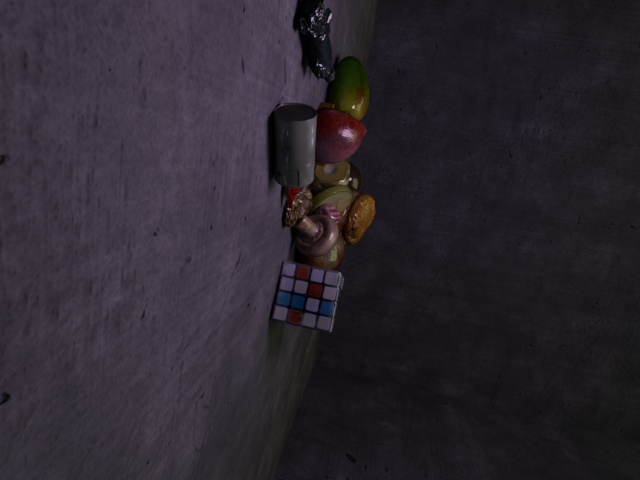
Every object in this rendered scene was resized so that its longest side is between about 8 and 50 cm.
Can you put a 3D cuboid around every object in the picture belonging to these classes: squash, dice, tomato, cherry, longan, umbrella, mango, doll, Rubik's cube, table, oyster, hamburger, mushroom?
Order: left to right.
[{"bbox_3d":[-0.100,-0.205,1.414,0.169,0.057,0.109,92,13,-56],"label":"doll"},{"bbox_3d":[-0.076,-0.280,1.207,0.126,0.126,0.220,-71,170,-48],"label":"table"},{"bbox_3d":[-0.079,-0.160,1.635,0.345,0.078,0.129,-62,153,-58],"label":"oyster"},{"bbox_3d":[-0.047,0.243,1.740,0.259,0.256,0.254,61,41,-80],"label":"Rubik's cube"},{"bbox_3d":[-0.025,-0.043,1.753,0.206,0.206,0.209,-67,145,-58],"label":"mushroom"},{"bbox_3d":[-0.007,-0.640,1.310,0.143,0.094,0.349,-59,165,-5],"label":"umbrella"},{"bbox_3d":[0.007,0.057,1.975,0.270,0.222,0.270,13,90,-85],"label":"tomato"},{"bbox_3d":[0.032,-0.108,1.880,0.091,0.094,0.093,-46,161,31],"label":"dice"},{"bbox_3d":[0.048,-0.171,1.953,0.049,0.252,0.252,61,-11,24],"label":"squash"},{"bbox_3d":[0.055,-0.307,2.027,0.169,0.166,0.169,87,17,-61],"label":"dice"},{"bbox_3d":[0.049,-0.403,1.591,0.239,0.239,0.206,88,23,-61],"label":"cherry"},{"bbox_3d":[0.125,-0.343,2.309,0.248,0.248,0.248,11,90,-83],"label":"longan"},{"bbox_3d":[0.140,-0.725,1.947,0.225,0.201,0.382,46,42,-55],"label":"mango"},{"bbox_3d":[0.172,-0.113,2.194,0.314,0.170,0.290,-54,149,-33],"label":"hamburger"}]

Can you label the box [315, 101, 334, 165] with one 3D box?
[{"bbox_3d":[0.011,-0.480,1.826,0.237,0.070,0.152,91,12,-45],"label":"box"}]
